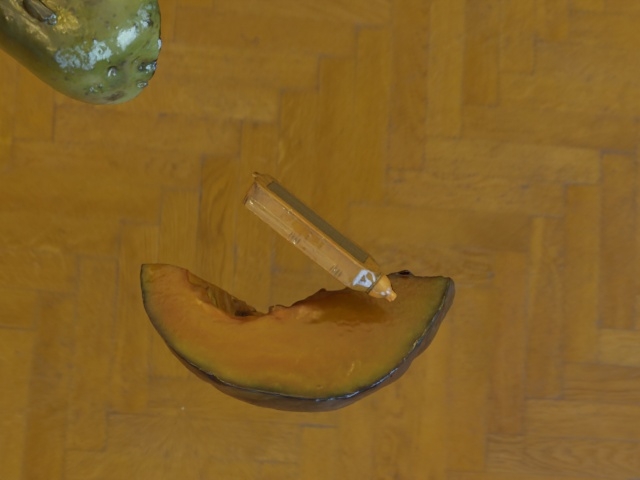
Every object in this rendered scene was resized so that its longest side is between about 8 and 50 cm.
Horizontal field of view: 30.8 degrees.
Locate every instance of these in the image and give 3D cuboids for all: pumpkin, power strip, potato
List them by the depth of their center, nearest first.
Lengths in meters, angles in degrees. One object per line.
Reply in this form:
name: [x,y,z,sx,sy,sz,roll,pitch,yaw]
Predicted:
potato: [-0.270,-0.234,1.051,0.271,0.160,0.111,48,42,3]
power strip: [0.000,0.000,1.092,0.178,0.049,0.028,38,107,1]
pumpkin: [-0.025,0.119,1.155,0.312,0.169,0.148,5,58,-4]
